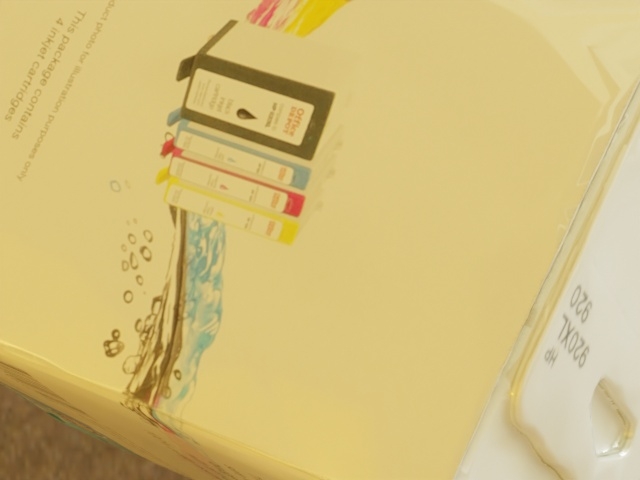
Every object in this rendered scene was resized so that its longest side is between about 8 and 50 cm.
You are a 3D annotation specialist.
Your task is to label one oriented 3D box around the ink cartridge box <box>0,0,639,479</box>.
[{"bbox_3d":[0.000,0.000,0.642,0.233,0.171,0.168,20,77,27],"label":"ink cartridge box"}]
